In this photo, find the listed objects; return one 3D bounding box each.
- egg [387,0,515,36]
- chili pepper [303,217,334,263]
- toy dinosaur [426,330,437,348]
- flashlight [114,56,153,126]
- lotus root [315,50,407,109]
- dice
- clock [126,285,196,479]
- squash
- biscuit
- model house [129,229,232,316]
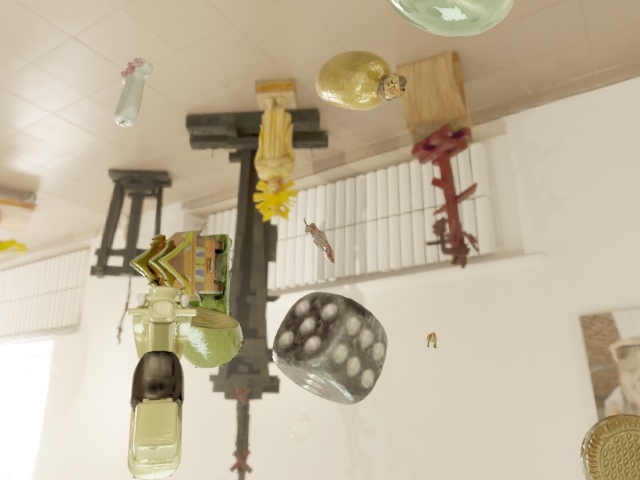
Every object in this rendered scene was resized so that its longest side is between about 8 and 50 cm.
[{"bbox_3d":[0.239,-0.503,1.030,0.282,0.203,0.203,19,158,-8],"label":"egg"},{"bbox_3d":[0.001,-0.001,1.491,0.041,0.153,0.050,-44,164,14],"label":"chili pepper"},{"bbox_3d":[0.282,0.254,1.370,0.026,0.041,0.113,4,166,7],"label":"toy dinosaur"},{"bbox_3d":[-0.456,-0.358,1.295,0.093,0.201,0.047,-16,146,30],"label":"flashlight"},{"bbox_3d":[0.082,-0.408,1.372,0.130,0.146,0.303,20,-176,-39],"label":"lotus root"},{"bbox_3d":[0.022,0.227,1.146,0.183,0.182,0.182,1,144,44],"label":"dice"},{"bbox_3d":[-0.300,0.241,1.013,0.120,0.379,0.277,2,142,-18],"label":"clock"},{"bbox_3d":[-0.313,0.204,1.398,0.189,0.189,0.261,-3,138,7],"label":"squash"},{"bbox_3d":[0.791,0.562,1.351,0.258,0.260,0.079,-10,155,26],"label":"biscuit"},{"bbox_3d":[-0.476,0.142,1.750,0.242,0.358,0.312,-3,173,32],"label":"model house"}]
